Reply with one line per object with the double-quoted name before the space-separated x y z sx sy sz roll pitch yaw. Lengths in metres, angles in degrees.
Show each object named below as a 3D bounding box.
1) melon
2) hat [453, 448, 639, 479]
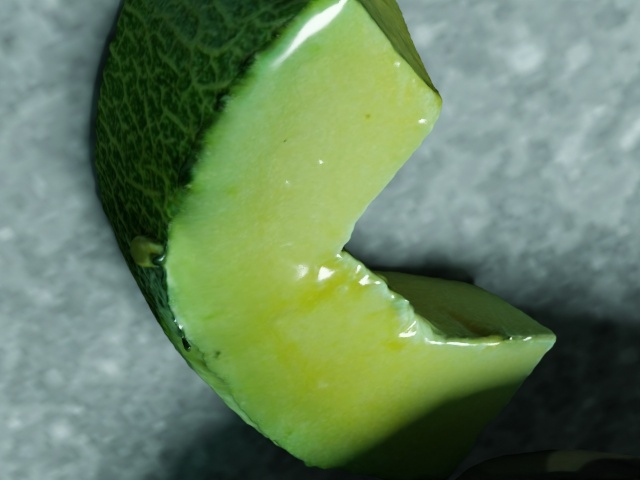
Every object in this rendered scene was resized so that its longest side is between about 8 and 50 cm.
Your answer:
"melon" 0.000 0.000 0.513 0.118 0.064 0.209 -32 130 6
"hat" 0.125 0.212 0.660 0.366 0.257 0.381 -41 166 11
